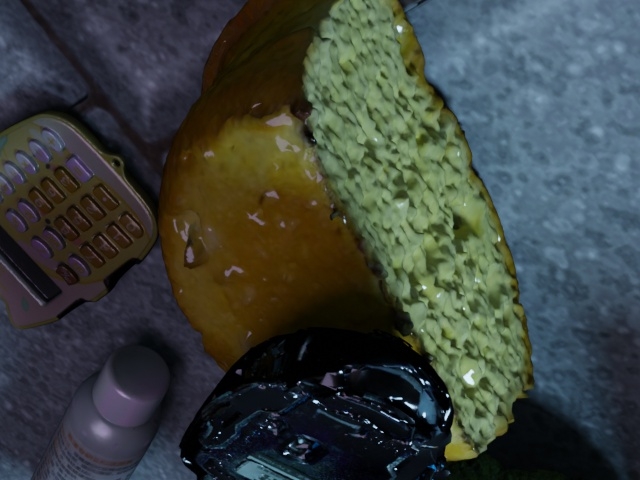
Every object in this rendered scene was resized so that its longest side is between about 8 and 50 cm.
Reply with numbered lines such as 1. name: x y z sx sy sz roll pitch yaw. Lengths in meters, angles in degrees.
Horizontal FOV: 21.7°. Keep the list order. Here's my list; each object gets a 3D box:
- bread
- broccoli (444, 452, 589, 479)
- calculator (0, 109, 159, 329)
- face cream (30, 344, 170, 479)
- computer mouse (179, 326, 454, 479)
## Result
1. bread: 0.000 0.000 1.086 0.179 0.194 0.340 -11 123 28
2. broccoli: 0.052 0.291 1.194 0.321 0.310 0.413 10 148 14
3. calculator: -0.221 -0.019 1.356 0.157 0.033 0.236 49 135 -9
4. face cream: -0.196 0.182 1.469 0.082 0.082 0.269 37 137 3
5. computer mouse: 0.000 0.105 0.996 0.146 0.078 0.241 29 145 -15
